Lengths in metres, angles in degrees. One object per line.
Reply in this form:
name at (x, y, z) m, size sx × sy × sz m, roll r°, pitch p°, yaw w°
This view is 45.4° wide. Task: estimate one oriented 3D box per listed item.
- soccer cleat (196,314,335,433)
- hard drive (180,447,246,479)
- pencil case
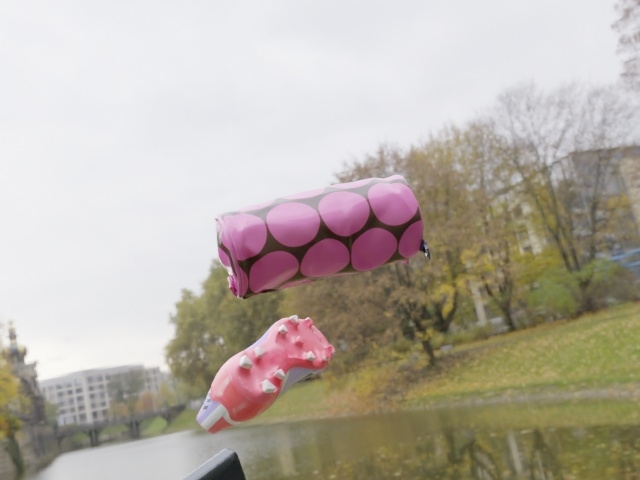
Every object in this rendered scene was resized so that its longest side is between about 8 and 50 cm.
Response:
soccer cleat at (-0.060, 0.155, 0.912) m, size 0.095 × 0.083 × 0.248 m, roll -43°, pitch -8°, yaw 20°
hard drive at (-0.117, 0.265, 0.691) m, size 0.135 × 0.094 × 0.022 m, roll -28°, pitch 20°, yaw -37°
pencil case at (0.000, 0.000, 0.765) m, size 0.209 × 0.095 × 0.098 m, roll -11°, pitch -51°, yaw -18°
